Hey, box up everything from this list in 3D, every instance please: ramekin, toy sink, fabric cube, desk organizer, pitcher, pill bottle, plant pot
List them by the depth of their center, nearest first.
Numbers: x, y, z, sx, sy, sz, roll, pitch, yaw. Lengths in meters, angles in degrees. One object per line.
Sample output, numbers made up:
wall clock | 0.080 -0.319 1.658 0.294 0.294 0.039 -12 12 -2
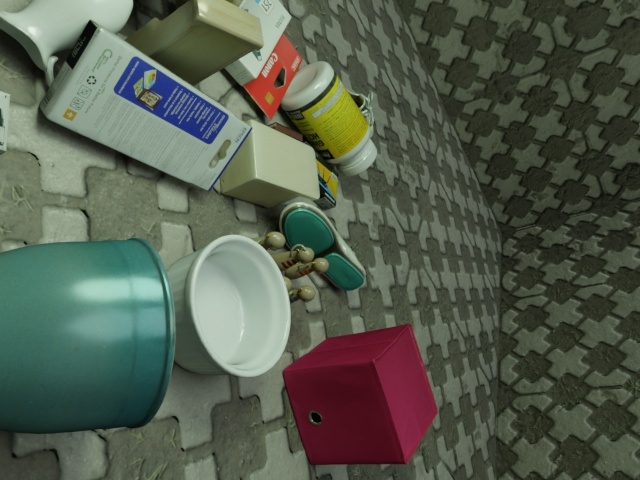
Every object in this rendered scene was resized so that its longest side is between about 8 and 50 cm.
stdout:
plant pot | -0.368 0.123 0.670 0.255 0.271 0.272 6 71 -42
pitcher | -0.422 -0.369 0.898 0.207 0.125 0.178 -46 136 -23
ramekin | -0.196 0.137 1.032 0.277 0.135 0.277 28 55 -49
fabric cube | 0.106 0.383 1.288 0.259 0.258 0.254 -20 94 -59
toy sink | -0.130 -0.177 1.293 0.234 0.131 0.153 12 66 -50
desk organizer | -0.103 -0.289 1.468 0.130 0.047 0.050 11 69 -56
pill bottle | 0.035 -0.361 1.584 0.334 0.187 0.188 48 39 -35

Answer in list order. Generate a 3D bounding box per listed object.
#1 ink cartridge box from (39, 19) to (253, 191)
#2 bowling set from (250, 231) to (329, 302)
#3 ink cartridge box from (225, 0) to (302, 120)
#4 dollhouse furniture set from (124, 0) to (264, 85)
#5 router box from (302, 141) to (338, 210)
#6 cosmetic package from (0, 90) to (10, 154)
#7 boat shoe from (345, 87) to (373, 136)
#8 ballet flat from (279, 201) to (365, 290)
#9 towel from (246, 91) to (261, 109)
ink cartridge box | -0.312 -0.236 0.989 0.371 0.176 0.069 26 14 -50
bowling set | -0.078 0.109 1.218 0.287 0.154 0.200 20 59 -53
ink cartridge box | -0.150 -0.524 1.410 0.261 0.066 0.296 45 49 -33
dollhouse furniture set | -0.296 -0.553 1.061 0.362 0.256 0.395 1 77 -55
router box | -0.015 -0.194 1.565 0.179 0.046 0.133 39 45 -44
cosmetic package | -0.554 -0.191 0.688 0.239 0.060 0.099 16 62 -55
boat shoe | 0.124 -0.461 1.802 0.367 0.156 0.136 22 58 -52
ballet flat | 0.000 0.000 1.446 0.400 0.139 0.139 48 39 -43
towel | -0.166 -0.485 1.459 0.102 0.021 0.237 28 59 -53
